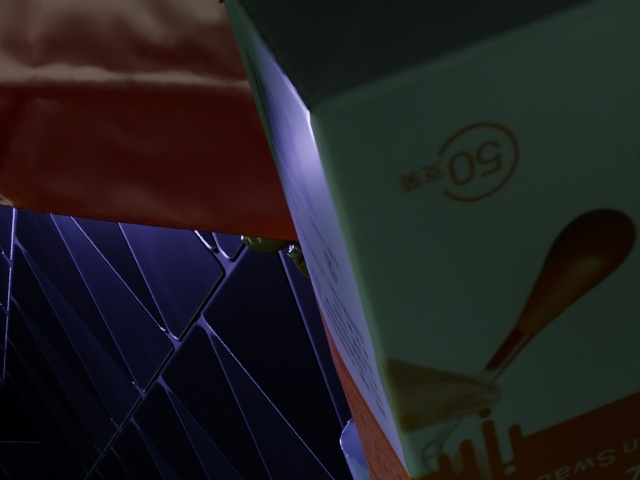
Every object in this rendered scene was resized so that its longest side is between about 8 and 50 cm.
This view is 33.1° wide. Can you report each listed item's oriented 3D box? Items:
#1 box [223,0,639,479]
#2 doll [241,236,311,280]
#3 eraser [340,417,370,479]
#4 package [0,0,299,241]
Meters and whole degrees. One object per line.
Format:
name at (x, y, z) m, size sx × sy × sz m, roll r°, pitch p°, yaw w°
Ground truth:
box at (0.114, 0.015, 0.477) m, size 0.143 × 0.224 × 0.341 m, roll -117°, pitch 8°, yaw -51°
doll at (0.000, 0.000, 0.845) m, size 0.209 × 0.097 × 0.137 m, roll 46°, pitch 149°, yaw 0°
eraser at (0.118, 0.277, 1.020) m, size 0.174 × 0.081 × 0.227 m, roll 22°, pitch 141°, yaw 46°
package at (-0.061, -0.110, 0.583) m, size 0.423 × 0.123 × 0.196 m, roll 8°, pitch 134°, yaw 19°
